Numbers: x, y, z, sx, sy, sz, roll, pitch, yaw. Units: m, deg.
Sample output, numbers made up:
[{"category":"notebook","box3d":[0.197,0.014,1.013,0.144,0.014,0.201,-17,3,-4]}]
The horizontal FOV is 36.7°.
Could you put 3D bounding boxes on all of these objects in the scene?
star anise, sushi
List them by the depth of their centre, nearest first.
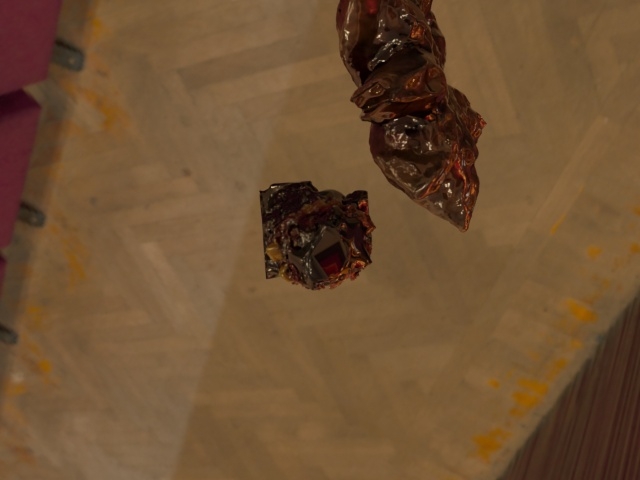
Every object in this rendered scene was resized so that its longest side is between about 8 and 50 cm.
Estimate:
[{"category":"star anise","box3d":[0.098,-0.158,1.011,0.108,0.315,0.315,-20,113,21]},{"category":"sushi","box3d":[0.000,0.000,1.474,0.172,0.150,0.153,-5,108,-5]}]
